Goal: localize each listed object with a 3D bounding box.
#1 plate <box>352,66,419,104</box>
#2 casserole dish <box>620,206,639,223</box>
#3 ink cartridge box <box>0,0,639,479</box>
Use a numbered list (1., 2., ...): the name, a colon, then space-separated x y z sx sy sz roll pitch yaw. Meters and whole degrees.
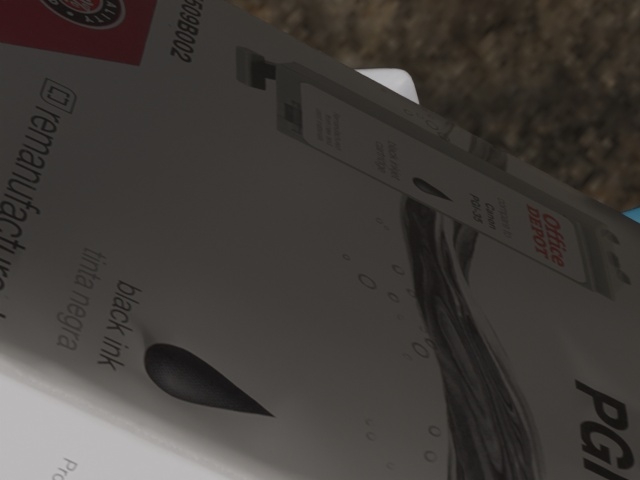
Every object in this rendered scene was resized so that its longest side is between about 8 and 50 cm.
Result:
1. plate: 0.000 0.000 1.574 0.045 0.277 0.278 -18 82 43
2. casserole dish: 0.244 -0.010 1.327 0.188 0.114 0.037 -19 82 24
3. ink cartridge box: -0.008 0.048 0.506 0.283 0.207 0.117 26 120 -13
